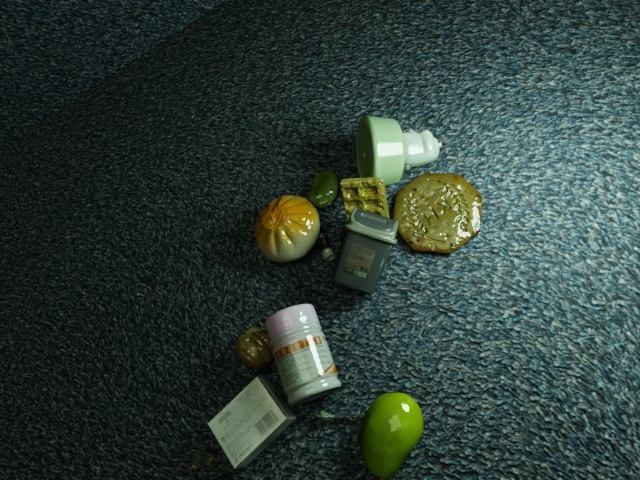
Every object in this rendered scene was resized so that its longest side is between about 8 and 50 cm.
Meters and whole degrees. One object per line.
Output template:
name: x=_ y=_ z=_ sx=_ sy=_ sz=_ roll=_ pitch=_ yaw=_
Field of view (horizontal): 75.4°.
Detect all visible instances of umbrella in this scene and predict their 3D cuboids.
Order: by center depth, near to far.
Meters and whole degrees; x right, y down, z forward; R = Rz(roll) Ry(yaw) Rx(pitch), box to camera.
umbrella: x=0.059 y=0.628 z=1.482 sx=0.268 sy=0.044 sz=0.044 roll=-9 pitch=96 yaw=13

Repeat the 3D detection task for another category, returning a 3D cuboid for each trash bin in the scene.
trash bin: x=0.164 y=0.039 z=1.552 sx=0.209 sy=0.182 sz=0.291 roll=18 pitch=97 yaw=5

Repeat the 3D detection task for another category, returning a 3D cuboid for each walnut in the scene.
walnut: x=-0.248 y=0.418 z=1.604 sx=0.166 sy=0.149 sz=0.167 roll=1 pitch=41 yaw=-1

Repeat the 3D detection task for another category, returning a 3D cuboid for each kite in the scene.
kite: x=-0.454 y=0.845 z=1.584 sx=0.122 sy=0.004 sz=0.090 roll=-21 pitch=65 yaw=10

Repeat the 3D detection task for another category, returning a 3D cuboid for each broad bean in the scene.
broad bean: x=0.013 y=-0.219 z=1.780 sx=0.124 sy=0.082 sz=0.175 roll=16 pitch=77 yaw=24

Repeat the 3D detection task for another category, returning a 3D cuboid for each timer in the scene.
timer: x=0.323 y=-0.361 z=1.660 sx=0.315 sy=0.291 sz=0.291 roll=-7 pitch=67 yaw=-7

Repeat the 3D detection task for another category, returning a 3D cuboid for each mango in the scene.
mango: x=0.223 y=0.633 z=1.370 sx=0.185 sy=0.149 sz=0.273 roll=34 pitch=89 yaw=23

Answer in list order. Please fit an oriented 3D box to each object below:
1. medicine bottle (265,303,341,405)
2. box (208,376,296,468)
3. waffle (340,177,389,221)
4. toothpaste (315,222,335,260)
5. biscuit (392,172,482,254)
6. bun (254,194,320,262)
medicine bottle: x=-0.068 y=0.413 z=1.511 sx=0.202 sy=0.202 sz=0.316 roll=-26 pitch=65 yaw=7
box: x=-0.252 y=0.665 z=1.528 sx=0.260 sy=0.111 sz=0.194 roll=-44 pitch=64 yaw=1
waffle: x=0.179 y=-0.125 z=1.608 sx=0.167 sy=0.274 sz=0.057 roll=-1 pitch=38 yaw=18
toothpaste: x=0.000 y=0.000 z=1.730 sx=0.071 sy=0.045 sz=0.194 roll=-30 pitch=59 yaw=7
biscuit: x=0.455 y=-0.112 z=1.624 sx=0.359 sy=0.046 sz=0.359 roll=-5 pitch=70 yaw=15
bun: x=-0.156 y=-0.061 z=1.716 sx=0.298 sy=0.165 sz=0.299 roll=-11 pitch=62 yaw=22
